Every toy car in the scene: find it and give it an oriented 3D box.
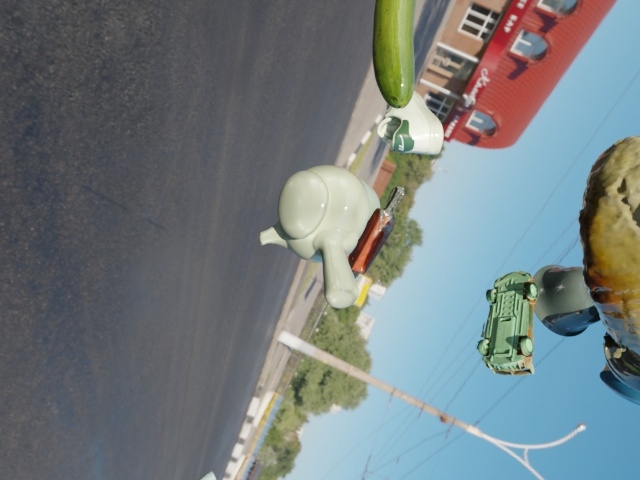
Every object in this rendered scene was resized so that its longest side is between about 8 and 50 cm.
[{"bbox_3d":[0.218,0.091,0.508,0.059,0.035,0.121,-21,-142,50],"label":"toy car"}]

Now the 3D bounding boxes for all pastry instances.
[{"bbox_3d":[0.479,0.001,0.635,0.136,0.329,0.329,-8,-136,48],"label":"pastry"}]

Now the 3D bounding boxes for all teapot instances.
[{"bbox_3d":[0.019,-0.031,0.864,0.149,0.318,0.219,14,104,-42],"label":"teapot"}]

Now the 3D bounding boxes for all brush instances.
[{"bbox_3d":[0.141,-0.006,1.185,0.070,0.051,0.323,-97,-151,-54],"label":"brush"}]

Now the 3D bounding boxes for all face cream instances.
[{"bbox_3d":[0.857,0.340,1.192,0.285,0.139,0.067,-21,120,-42],"label":"face cream"}]

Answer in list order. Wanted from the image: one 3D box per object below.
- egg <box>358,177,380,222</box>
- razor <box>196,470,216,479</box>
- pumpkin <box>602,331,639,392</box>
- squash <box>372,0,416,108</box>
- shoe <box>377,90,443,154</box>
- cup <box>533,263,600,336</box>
[{"bbox_3d":[0.085,-0.124,1.524,0.283,0.203,0.202,10,111,-43],"label":"egg"},{"bbox_3d":[-0.304,0.503,0.821,0.232,0.068,0.106,-21,152,-28],"label":"razor"},{"bbox_3d":[0.767,0.226,0.990,0.249,0.250,0.216,110,-15,-49],"label":"pumpkin"},{"bbox_3d":[0.117,-0.330,0.697,0.069,0.069,0.257,64,28,-84],"label":"squash"},{"bbox_3d":[0.171,-0.264,0.970,0.265,0.110,0.095,-111,-162,-55],"label":"shoe"},{"bbox_3d":[0.673,0.141,1.144,0.199,0.199,0.150,-62,-176,-22],"label":"cup"}]
